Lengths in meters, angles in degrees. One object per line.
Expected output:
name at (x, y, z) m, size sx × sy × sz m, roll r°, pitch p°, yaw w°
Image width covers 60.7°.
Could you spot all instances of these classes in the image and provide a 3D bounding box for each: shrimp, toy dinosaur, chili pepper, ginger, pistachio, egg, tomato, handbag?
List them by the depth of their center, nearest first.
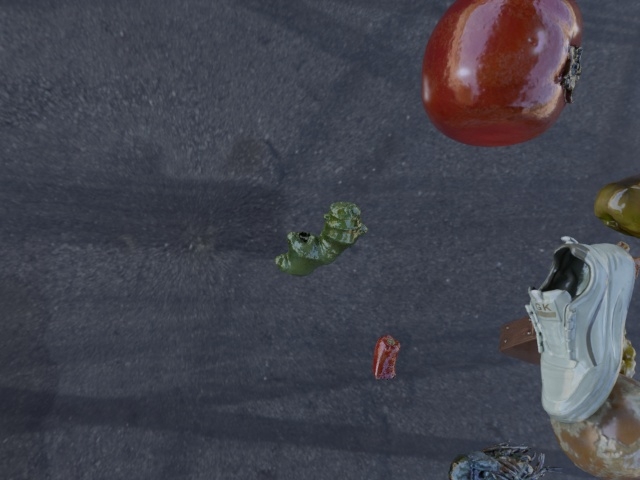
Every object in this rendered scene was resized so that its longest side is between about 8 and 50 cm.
pistachio at (0.471, -0.052, 0.772) m, size 0.189 × 0.110 × 0.100 m, roll -19°, pitch 136°, yaw -27°
egg at (0.524, 0.336, 0.993) m, size 0.195 × 0.233 × 0.195 m, roll 1°, pitch 99°, yaw 9°
tomato at (0.358, -0.339, 1.090) m, size 0.290 × 0.325 × 0.293 m, roll 12°, pitch 95°, yaw 27°
handbag at (0.534, 0.239, 1.312) m, size 0.151 × 0.193 × 0.072 m, roll 21°, pitch 62°, yaw -7°
ginger at (-0.002, 0.004, 1.348) m, size 0.137 × 0.290 × 0.089 m, roll 45°, pitch 36°, yaw -21°
toy dinosaur at (0.754, 0.064, 1.375) m, size 0.212 × 0.142 × 0.057 m, roll -9°, pitch 120°, yaw 20°
shrimp at (0.528, 0.630, 1.497) m, size 0.372 × 0.172 × 0.137 m, roll -5°, pitch 91°, yaw -16°
chili pepper at (0.188, 0.331, 1.556) m, size 0.073 × 0.070 × 0.123 m, roll 10°, pitch 107°, yaw 6°

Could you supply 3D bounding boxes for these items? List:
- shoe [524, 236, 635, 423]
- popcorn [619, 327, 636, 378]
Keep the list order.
shoe at (0.407, 0.134, 0.909) m, size 0.159 × 0.124 × 0.316 m, roll 24°, pitch 78°, yaw -21°
popcorn at (0.704, 0.290, 1.442) m, size 0.190 × 0.253 × 0.191 m, roll 32°, pitch 81°, yaw -3°
